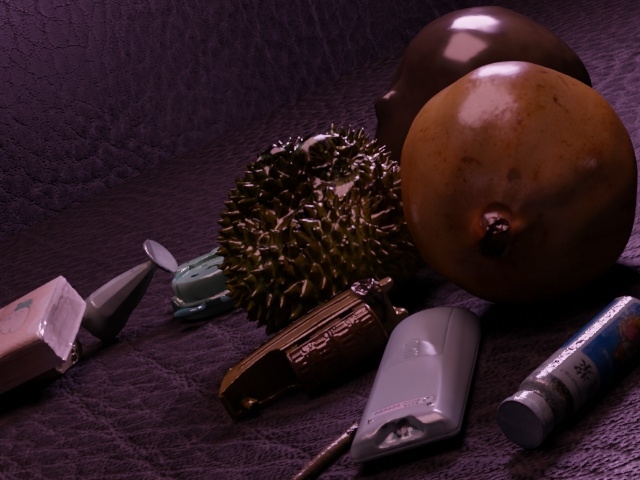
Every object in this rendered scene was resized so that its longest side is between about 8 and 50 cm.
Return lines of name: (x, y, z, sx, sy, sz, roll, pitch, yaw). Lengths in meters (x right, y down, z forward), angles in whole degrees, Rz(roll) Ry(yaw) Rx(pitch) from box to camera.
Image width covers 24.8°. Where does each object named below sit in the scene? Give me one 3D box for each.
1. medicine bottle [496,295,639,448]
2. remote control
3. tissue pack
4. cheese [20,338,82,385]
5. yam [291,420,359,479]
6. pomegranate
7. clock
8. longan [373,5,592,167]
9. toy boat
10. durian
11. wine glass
medicine bottle: (0.223, 0.111, 1.255, 0.051, 0.051, 0.191, -8, 19, 48)
remote control: (0.094, 0.129, 1.404, 0.103, 0.051, 0.293, -19, 14, 15)
tissue pack: (-0.491, 0.177, 2.044, 0.325, 0.071, 0.170, -28, 24, 14)
cheese: (-0.438, 0.186, 2.108, 0.192, 0.037, 0.097, -15, 14, 27)
yam: (0.006, 0.199, 1.348, 0.014, 0.014, 0.107, -11, 17, 42)
pomegranate: (0.207, -0.060, 1.525, 0.264, 0.264, 0.264, -22, 13, 5)
clock: (-0.145, 0.059, 2.079, 0.148, 0.060, 0.188, -21, 14, 6)
longan: (0.207, -0.157, 1.897, 0.297, 0.297, 0.297, -22, 13, 5)
toy boat: (-0.007, 0.120, 1.566, 0.226, 0.068, 0.088, -32, 27, -7)
durian: (0.000, 0.002, 1.747, 0.291, 0.224, 0.291, -12, 51, 15)
wine glass: (-0.278, 0.074, 2.106, 0.155, 0.073, 0.073, -42, 7, 17)
